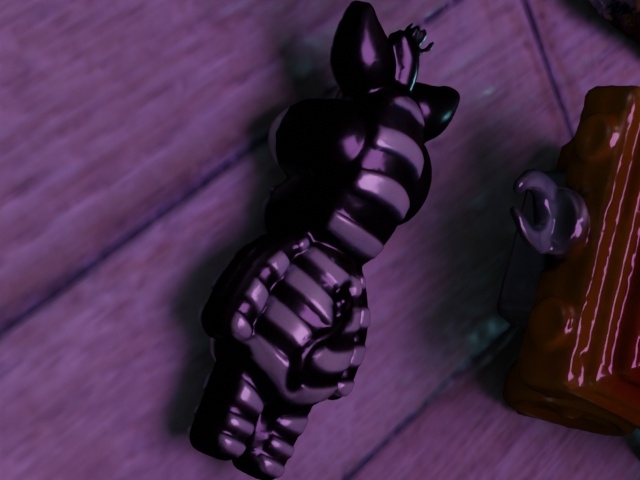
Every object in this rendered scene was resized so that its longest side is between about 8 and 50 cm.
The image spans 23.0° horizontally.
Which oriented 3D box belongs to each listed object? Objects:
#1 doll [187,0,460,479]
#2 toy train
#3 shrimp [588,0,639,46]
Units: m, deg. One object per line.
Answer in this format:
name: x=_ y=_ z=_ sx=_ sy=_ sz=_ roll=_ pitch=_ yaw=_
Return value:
doll: x=0.000 y=0.000 z=0.716 sx=0.091 sy=0.067 sz=0.219 roll=33 pitch=76 yaw=-42
toy train: x=0.238 y=0.044 z=0.824 sx=0.369 sy=0.231 sz=0.163 roll=27 pitch=75 yaw=-41
shrimp: x=0.180 y=-0.153 z=0.900 sx=0.161 sy=0.034 sz=0.091 roll=17 pitch=69 yaw=-48
